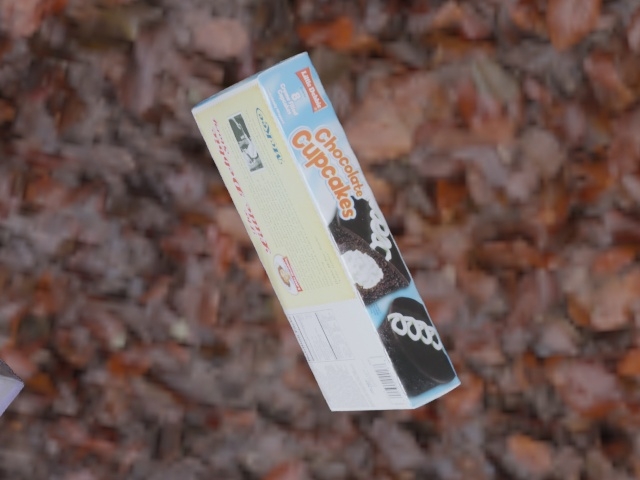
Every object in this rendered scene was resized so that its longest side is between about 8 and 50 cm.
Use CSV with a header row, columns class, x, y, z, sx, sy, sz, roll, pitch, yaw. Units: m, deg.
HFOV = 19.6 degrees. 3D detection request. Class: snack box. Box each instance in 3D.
class,x,y,z,sx,sy,sz,roll,pitch,yaw
snack box,0.000,0.000,1.680,0.322,0.060,0.187,65,158,-5

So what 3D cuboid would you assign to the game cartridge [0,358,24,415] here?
class,x,y,z,sx,sy,sz,roll,pitch,yaw
game cartridge,-0.433,0.183,1.576,0.355,0.230,0.068,-51,150,6
